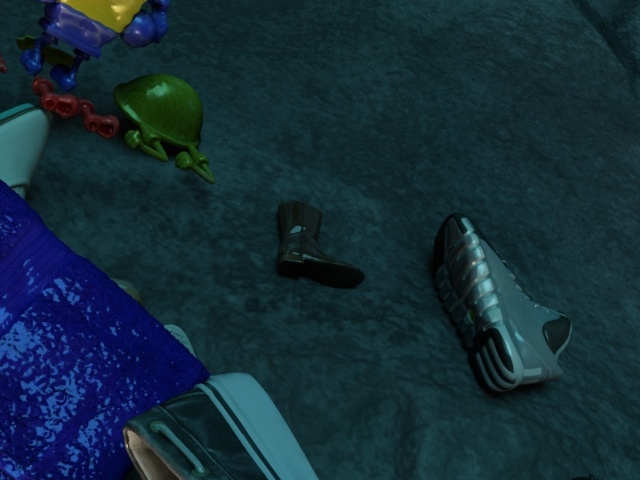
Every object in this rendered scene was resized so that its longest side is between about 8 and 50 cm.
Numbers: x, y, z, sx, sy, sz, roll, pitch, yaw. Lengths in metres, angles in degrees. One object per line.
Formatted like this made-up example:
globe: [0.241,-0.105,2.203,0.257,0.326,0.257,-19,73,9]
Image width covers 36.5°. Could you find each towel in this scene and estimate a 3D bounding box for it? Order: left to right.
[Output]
towel: [-0.256,0.082,0.764,0.308,0.076,0.228,44,55,-9]

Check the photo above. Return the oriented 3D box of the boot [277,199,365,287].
boot: [0.000,0.000,1.145,0.106,0.037,0.114,14,39,-12]

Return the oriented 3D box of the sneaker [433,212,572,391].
sneaker: [0.220,0.072,1.140,0.132,0.086,0.229,3,56,-27]

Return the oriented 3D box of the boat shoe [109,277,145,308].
boat shoe: [-0.290,0.129,0.843,0.324,0.123,0.116,-23,82,-35]

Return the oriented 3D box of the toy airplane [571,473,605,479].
toy airplane: [0.282,0.298,0.967,0.151,0.028,0.151,11,44,-10]

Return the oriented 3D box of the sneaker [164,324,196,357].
sneaker: [-0.141,0.151,0.928,0.051,0.070,0.134,-17,84,-45]

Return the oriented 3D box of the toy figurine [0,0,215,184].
toy figurine: [-0.218,-0.244,1.064,0.362,0.217,0.191,24,17,-35]

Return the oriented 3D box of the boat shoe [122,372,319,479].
boat shoe: [-0.031,0.234,0.651,0.119,0.121,0.335,-19,45,-27]

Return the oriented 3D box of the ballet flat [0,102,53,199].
ballet flat: [-0.391,0.007,0.920,0.139,0.139,0.400,38,49,16]
